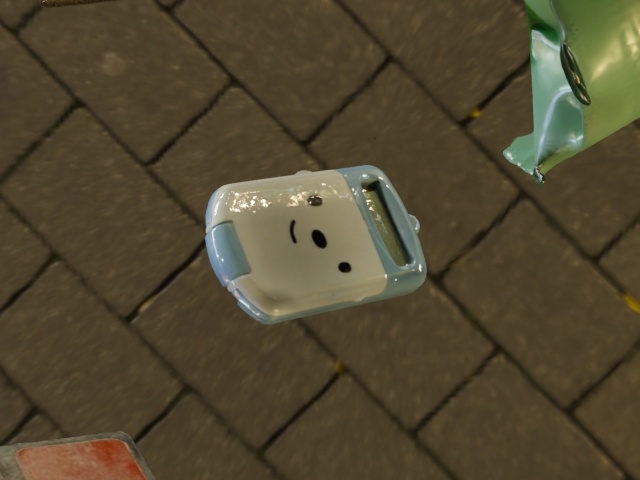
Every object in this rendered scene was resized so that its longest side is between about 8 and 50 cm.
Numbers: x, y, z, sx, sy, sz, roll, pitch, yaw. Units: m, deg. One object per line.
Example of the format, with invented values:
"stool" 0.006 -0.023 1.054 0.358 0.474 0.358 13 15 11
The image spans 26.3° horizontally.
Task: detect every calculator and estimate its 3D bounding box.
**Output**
"calculator" 0.000 0.000 1.121 0.210 0.039 0.121 -9 71 -36

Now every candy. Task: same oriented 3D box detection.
"candy" 0.210 -0.251 0.984 0.263 0.172 0.398 -32 126 -11

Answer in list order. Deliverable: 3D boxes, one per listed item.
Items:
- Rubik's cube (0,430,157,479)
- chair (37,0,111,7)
"Rubik's cube" -0.217 0.327 0.803 0.304 0.305 0.301 -3 121 -28
"chair" -0.105 -0.200 0.376 0.166 0.188 0.272 -12 89 -21
